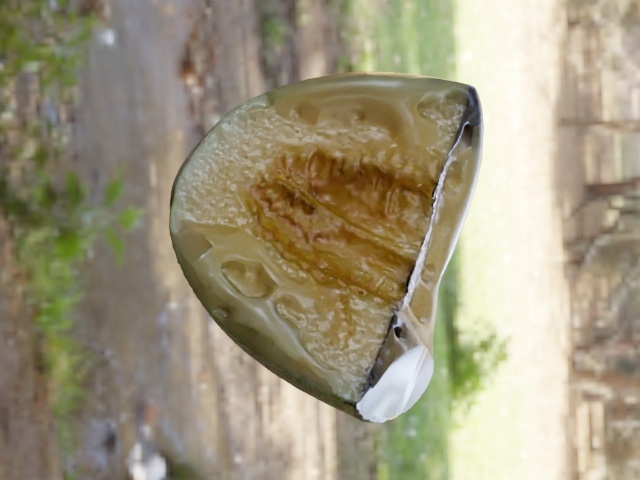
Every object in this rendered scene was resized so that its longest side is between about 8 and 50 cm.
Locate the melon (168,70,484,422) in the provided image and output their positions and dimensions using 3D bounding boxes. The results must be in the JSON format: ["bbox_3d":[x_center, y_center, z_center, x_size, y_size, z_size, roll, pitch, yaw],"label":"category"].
[{"bbox_3d":[0.000,0.000,0.650,0.079,0.128,0.160,107,5,-63],"label":"melon"}]
